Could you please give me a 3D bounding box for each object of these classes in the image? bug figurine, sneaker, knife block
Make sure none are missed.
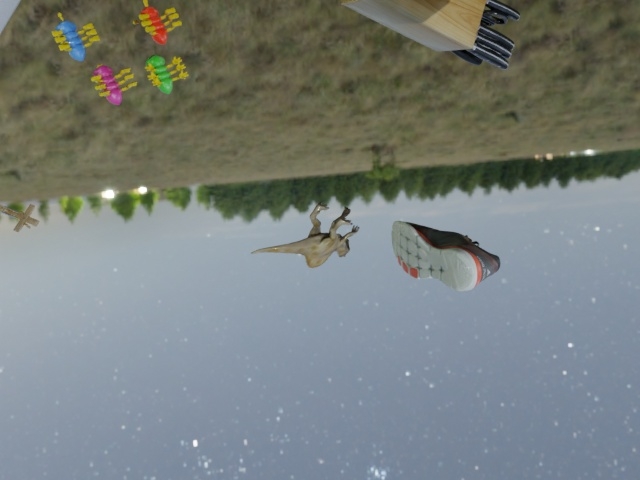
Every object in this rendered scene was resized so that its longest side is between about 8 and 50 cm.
[{"bbox_3d":[-0.420,-0.401,1.461,0.278,0.216,0.072,-22,178,-32],"label":"bug figurine"},{"bbox_3d":[0.143,0.015,0.794,0.064,0.061,0.158,-14,-153,-28],"label":"sneaker"},{"bbox_3d":[0.195,-0.348,1.100,0.275,0.242,0.088,-36,-154,-23],"label":"knife block"}]

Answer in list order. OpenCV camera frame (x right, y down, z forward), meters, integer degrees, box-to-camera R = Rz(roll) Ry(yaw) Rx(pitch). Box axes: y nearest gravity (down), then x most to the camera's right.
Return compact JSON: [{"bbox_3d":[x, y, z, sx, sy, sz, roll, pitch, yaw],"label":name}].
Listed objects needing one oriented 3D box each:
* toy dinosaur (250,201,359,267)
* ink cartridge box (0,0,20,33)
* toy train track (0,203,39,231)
[{"bbox_3d":[0.000,0.000,0.934,0.183,0.093,0.053,0,-146,-48],"label":"toy dinosaur"},{"bbox_3d":[-0.352,-0.078,0.297,0.285,0.395,0.166,21,164,4],"label":"ink cartridge box"},{"bbox_3d":[-0.465,-0.038,1.048,0.083,0.048,0.014,21,159,14],"label":"toy train track"}]
